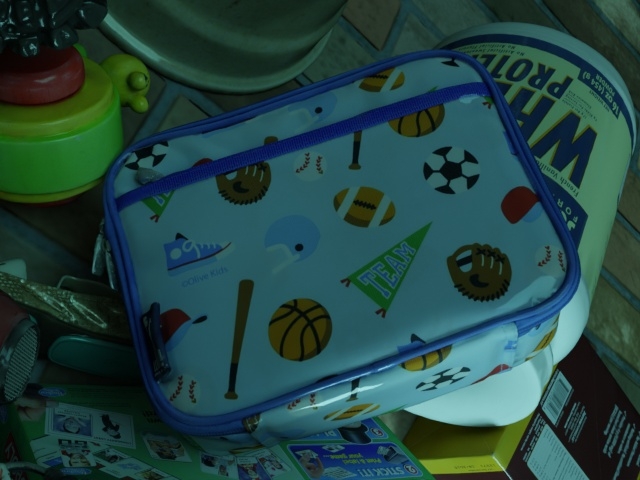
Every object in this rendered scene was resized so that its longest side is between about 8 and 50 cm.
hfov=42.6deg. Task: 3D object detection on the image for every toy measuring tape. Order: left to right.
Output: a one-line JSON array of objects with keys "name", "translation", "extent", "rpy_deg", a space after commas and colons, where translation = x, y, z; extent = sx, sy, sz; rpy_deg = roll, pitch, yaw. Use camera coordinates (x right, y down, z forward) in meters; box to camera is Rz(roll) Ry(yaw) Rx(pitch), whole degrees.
[{"name": "toy measuring tape", "translation": [-0.238, -0.055, 0.539], "extent": [0.330, 0.121, 0.121], "rpy_deg": [-33, 98, -38]}]

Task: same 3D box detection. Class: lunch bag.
[{"name": "lunch bag", "translation": [0.000, 0.000, 0.564], "extent": [0.303, 0.115, 0.243], "rpy_deg": [-17, 65, -2]}]

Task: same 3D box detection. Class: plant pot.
[{"name": "plant pot", "translation": [-0.024, -0.331, 0.675], "extent": [0.333, 0.305, 0.334], "rpy_deg": [13, 69, -36]}]

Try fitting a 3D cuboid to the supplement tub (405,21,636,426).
[{"name": "supplement tub", "translation": [0.146, -0.019, 0.764], "extent": [0.235, 0.235, 0.325], "rpy_deg": [42, 54, -21]}]

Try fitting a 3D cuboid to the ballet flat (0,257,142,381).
[{"name": "ballet flat", "translation": [-0.201, 0.052, 0.585], "extent": [0.206, 0.073, 0.067], "rpy_deg": [22, 39, -36]}]

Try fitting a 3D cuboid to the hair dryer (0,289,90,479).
[{"name": "hair dryer", "translation": [-0.244, 0.093, 0.414], "extent": [0.223, 0.080, 0.293], "rpy_deg": [-21, 51, -38]}]

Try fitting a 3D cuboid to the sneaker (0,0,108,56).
[{"name": "sneaker", "translation": [-0.286, -0.203, 0.436], "extent": [0.343, 0.134, 0.146], "rpy_deg": [18, 22, -33]}]

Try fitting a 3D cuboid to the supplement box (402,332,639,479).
[{"name": "supplement box", "translation": [0.212, 0.211, 0.817], "extent": [0.194, 0.129, 0.191], "rpy_deg": [52, 51, -15]}]

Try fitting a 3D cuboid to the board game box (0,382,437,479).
[{"name": "board game box", "translation": [-0.046, 0.180, 0.576], "extent": [0.317, 0.213, 0.046], "rpy_deg": [10, 111, -37]}]
